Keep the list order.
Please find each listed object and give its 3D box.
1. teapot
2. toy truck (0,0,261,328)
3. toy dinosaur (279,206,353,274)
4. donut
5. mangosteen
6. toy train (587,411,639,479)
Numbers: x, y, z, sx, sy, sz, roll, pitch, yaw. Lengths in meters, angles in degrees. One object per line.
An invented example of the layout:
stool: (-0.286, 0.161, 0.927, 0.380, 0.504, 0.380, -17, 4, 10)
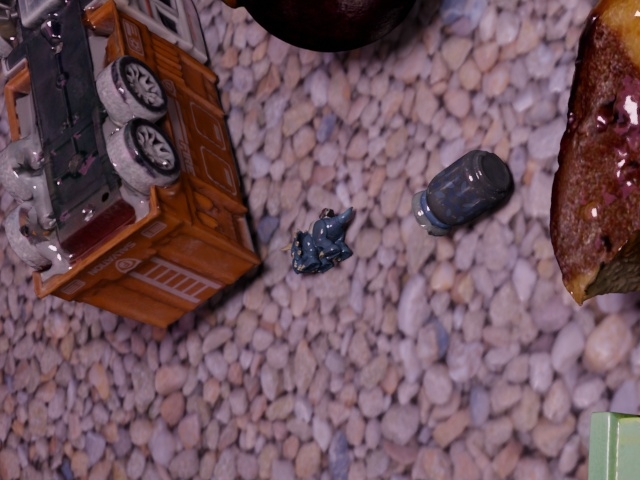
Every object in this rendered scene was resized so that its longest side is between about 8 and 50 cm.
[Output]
teapot: (0.114, -0.046, 1.563, 0.083, 0.049, 0.063, -34, 58, 40)
toy truck: (-0.189, -0.116, 1.804, 0.173, 0.207, 0.387, -34, 52, 27)
toy dinosaur: (0.000, 0.000, 1.696, 0.083, 0.030, 0.047, -34, 60, 38)
donut: (0.260, -0.100, 1.369, 0.295, 0.112, 0.151, -57, 44, 22)
mangosteen: (-0.020, -0.275, 1.612, 0.211, 0.250, 0.211, -159, 90, -86)
toy train: (0.273, 0.243, 1.271, 0.202, 0.120, 0.300, -6, 77, 49)
